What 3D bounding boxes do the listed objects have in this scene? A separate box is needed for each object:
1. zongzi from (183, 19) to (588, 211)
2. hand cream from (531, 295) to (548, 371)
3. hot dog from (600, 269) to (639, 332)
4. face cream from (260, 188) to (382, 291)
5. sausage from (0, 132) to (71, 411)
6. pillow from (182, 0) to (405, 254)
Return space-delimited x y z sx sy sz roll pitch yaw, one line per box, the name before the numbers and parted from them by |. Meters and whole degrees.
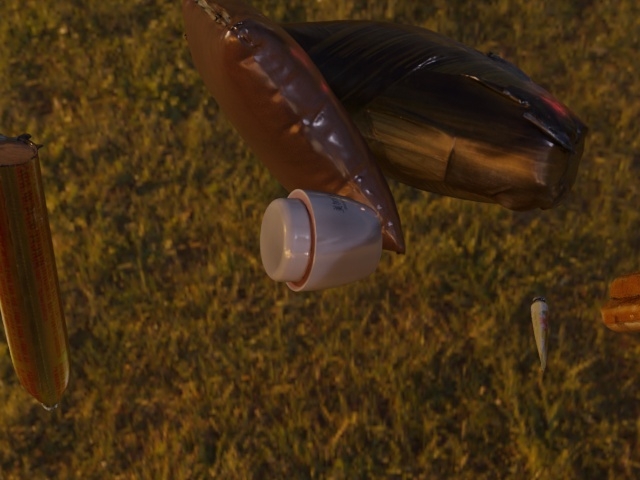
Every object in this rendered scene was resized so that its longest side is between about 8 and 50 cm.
zongzi | 0.091 -0.172 1.444 0.432 0.207 0.403 5 20 -43
hand cream | 0.277 0.115 1.413 0.022 0.035 0.102 -4 47 10
hot dog | 0.424 0.074 1.405 0.062 0.236 0.092 31 81 -7
face cream | 0.000 0.000 1.007 0.095 0.091 0.091 1 43 -23
sausage | -0.332 0.053 1.288 0.082 0.371 0.082 0 34 0
pillow | -0.039 -0.140 1.257 0.108 0.305 0.308 -38 25 0
